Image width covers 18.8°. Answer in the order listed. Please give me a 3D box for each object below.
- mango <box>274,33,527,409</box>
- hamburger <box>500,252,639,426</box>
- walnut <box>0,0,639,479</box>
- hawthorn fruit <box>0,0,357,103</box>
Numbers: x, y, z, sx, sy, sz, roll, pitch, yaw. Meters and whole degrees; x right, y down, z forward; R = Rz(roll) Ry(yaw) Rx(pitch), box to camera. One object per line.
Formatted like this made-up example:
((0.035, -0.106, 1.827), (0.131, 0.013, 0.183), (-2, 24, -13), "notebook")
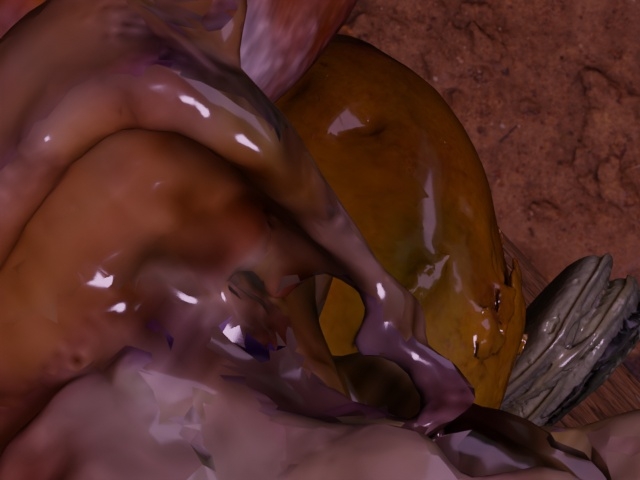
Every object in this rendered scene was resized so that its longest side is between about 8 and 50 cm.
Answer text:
((0.000, 0.000, 0.776), (0.156, 0.151, 0.249), (10, 27, -20), "mango")
((0.154, 0.068, 1.233), (0.062, 0.133, 0.140), (39, -3, -1), "hamburger")
((0.009, 0.076, 0.372), (0.238, 0.141, 0.204), (48, -2, 25), "walnut")
((-0.094, -0.159, 0.682), (0.263, 0.235, 0.231), (43, 14, 29), "hawthorn fruit")
